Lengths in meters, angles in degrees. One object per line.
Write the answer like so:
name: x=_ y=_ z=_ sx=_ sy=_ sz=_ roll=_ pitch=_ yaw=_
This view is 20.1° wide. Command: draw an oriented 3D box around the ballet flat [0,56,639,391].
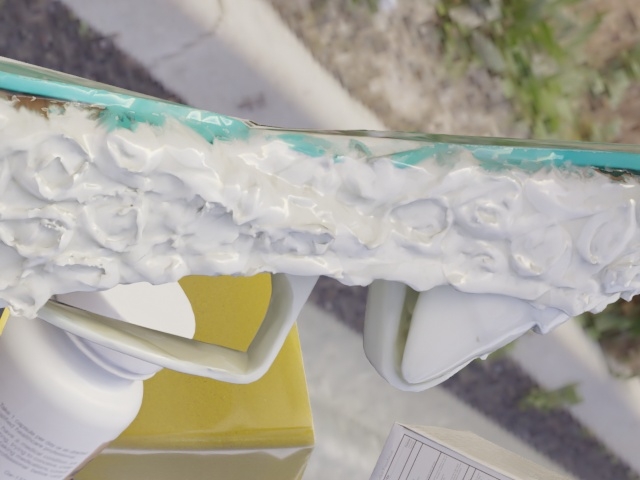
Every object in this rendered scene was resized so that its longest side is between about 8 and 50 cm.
ballet flat: x=0.000 y=0.000 z=0.821 sx=0.409 sy=0.147 sz=0.147 roll=6 pitch=146 yaw=-19

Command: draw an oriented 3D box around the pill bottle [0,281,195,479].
pill bottle: x=-0.200 y=0.102 z=1.268 sx=0.229 sy=0.131 sz=0.131 roll=-43 pitch=145 yaw=21

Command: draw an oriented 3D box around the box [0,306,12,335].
box: x=-0.339 y=0.019 z=1.137 sx=0.079 sy=0.322 sz=0.257 roll=10 pitch=108 yaw=-56

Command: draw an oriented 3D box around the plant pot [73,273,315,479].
plant pot: x=-0.121 y=0.098 z=1.456 sx=0.187 sy=0.212 sz=0.212 roll=-7 pitch=161 yaw=-9

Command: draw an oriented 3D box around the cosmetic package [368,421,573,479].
cosmetic package: x=0.110 y=0.174 z=1.246 sx=0.060 sy=0.099 sz=0.239 roll=-64 pitch=162 yaw=1
